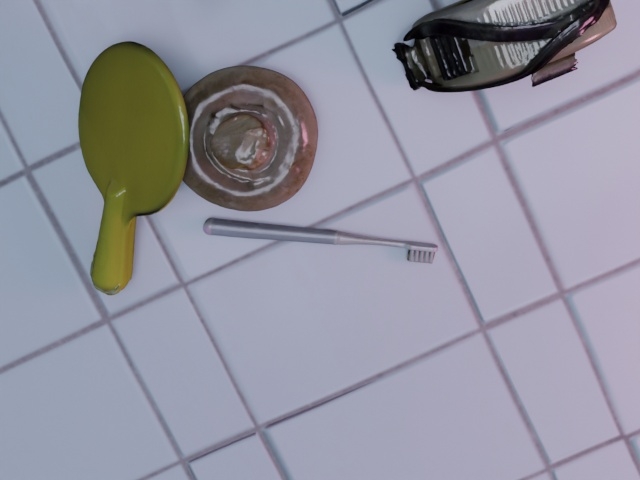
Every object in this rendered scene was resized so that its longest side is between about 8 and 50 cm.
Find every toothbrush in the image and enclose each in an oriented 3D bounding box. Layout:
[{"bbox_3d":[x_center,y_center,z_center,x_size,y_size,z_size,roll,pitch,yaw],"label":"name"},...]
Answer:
[{"bbox_3d":[0.000,-0.002,1.438,0.342,0.025,0.030,8,104,-2],"label":"toothbrush"}]

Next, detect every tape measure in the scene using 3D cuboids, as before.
[{"bbox_3d":[0.237,-0.262,1.277,0.271,0.231,0.133,-19,103,4],"label":"tape measure"}]

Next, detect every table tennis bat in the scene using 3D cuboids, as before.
[{"bbox_3d":[-0.268,-0.090,1.369,0.224,0.054,0.369,30,118,34],"label":"table tennis bat"}]

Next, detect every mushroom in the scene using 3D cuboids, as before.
[{"bbox_3d":[-0.101,-0.134,1.323,0.204,0.204,0.204,0,102,1],"label":"mushroom"}]
